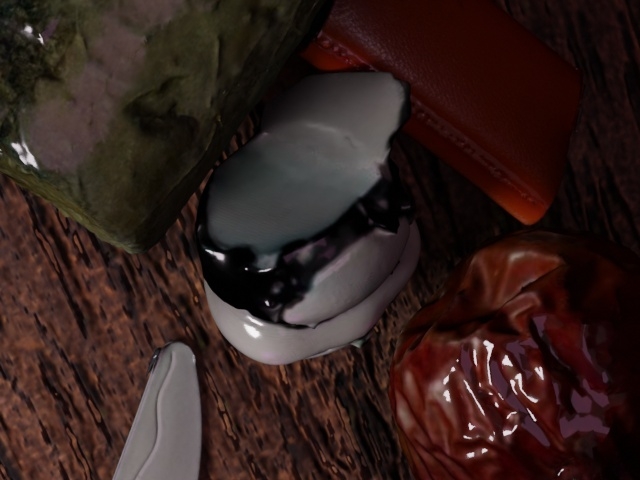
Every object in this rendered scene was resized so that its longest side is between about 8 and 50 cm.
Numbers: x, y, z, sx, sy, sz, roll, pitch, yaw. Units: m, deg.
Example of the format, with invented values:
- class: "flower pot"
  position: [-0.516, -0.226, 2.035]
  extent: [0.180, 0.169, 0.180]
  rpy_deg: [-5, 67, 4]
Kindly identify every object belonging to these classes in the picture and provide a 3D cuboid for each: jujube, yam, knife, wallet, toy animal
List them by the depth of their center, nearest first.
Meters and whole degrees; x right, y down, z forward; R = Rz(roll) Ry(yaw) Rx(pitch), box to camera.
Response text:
- class: "yam"
  position: [-0.102, -0.148, 1.174]
  extent: [0.195, 0.195, 0.300]
  rpy_deg: [38, 85, -20]
- class: "toy animal"
  position: [0.000, 0.000, 1.239]
  extent: [0.166, 0.138, 0.179]
  rpy_deg: [-30, 151, -13]
- class: "wallet"
  position: [0.082, -0.117, 1.291]
  extent: [0.204, 0.045, 0.142]
  rpy_deg: [35, 49, -21]
- class: "knife"
  position: [-0.138, 0.231, 1.306]
  extent: [0.081, 0.043, 0.336]
  rpy_deg: [25, 89, -26]
- class: "jujube"
  position: [0.192, 0.145, 1.326]
  extent: [0.216, 0.216, 0.342]
  rpy_deg: [-40, 114, -8]
